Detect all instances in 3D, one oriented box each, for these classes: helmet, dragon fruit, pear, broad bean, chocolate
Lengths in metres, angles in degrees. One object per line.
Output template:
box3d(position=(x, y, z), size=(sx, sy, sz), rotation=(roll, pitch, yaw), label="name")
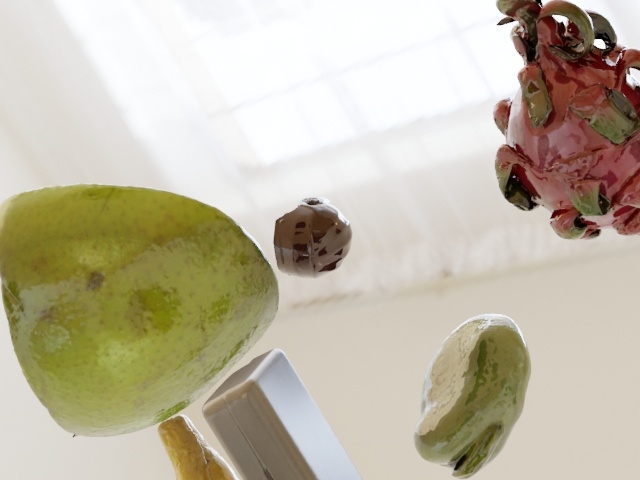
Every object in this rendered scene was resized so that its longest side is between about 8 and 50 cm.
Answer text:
box3d(position=(0.000, 0.000, 2.110), size=(0.070, 0.098, 0.123), rotation=(17, -145, 41), label="helmet")
box3d(position=(0.282, -0.134, 1.767), size=(0.198, 0.273, 0.218), rotation=(-7, -163, -22), label="dragon fruit")
box3d(position=(-0.156, 0.079, 1.580), size=(0.239, 0.288, 0.139), rotation=(-16, -144, 8), label="pear")
box3d(position=(0.201, 0.203, 2.224), size=(0.169, 0.100, 0.228), rotation=(-17, -120, 42), label="broad bean")
box3d(position=(-0.117, 0.292, 1.876), size=(0.085, 0.219, 0.086), rotation=(-31, 160, -12), label="chocolate")

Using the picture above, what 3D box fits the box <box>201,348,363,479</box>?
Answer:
box3d(position=(0.000, 0.207, 1.310), size=(0.055, 0.244, 0.103), rotation=(-30, -175, 19), label="box")
